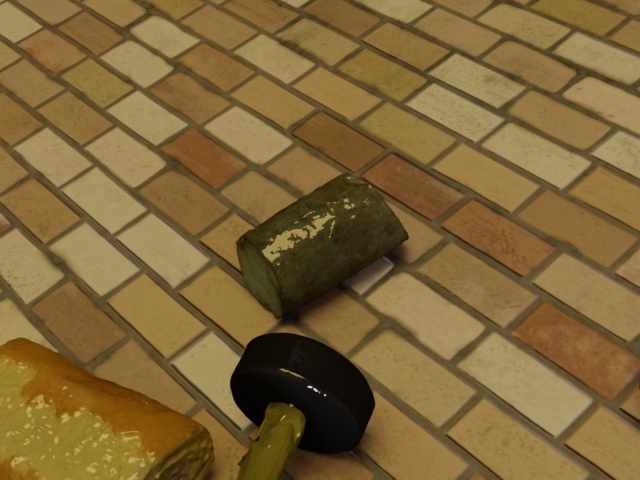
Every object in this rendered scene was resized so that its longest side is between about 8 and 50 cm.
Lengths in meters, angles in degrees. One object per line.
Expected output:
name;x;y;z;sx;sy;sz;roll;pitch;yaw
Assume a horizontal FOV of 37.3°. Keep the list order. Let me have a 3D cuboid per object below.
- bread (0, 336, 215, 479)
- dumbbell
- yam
bread;-0.358;0.293;1.358;0.376;0.165;0.236;17;50;27
dumbbell;-0.073;0.303;1.262;0.204;0.203;0.322;12;52;22
yam;0.000;0.000;1.567;0.268;0.161;0.161;-32;49;-14
